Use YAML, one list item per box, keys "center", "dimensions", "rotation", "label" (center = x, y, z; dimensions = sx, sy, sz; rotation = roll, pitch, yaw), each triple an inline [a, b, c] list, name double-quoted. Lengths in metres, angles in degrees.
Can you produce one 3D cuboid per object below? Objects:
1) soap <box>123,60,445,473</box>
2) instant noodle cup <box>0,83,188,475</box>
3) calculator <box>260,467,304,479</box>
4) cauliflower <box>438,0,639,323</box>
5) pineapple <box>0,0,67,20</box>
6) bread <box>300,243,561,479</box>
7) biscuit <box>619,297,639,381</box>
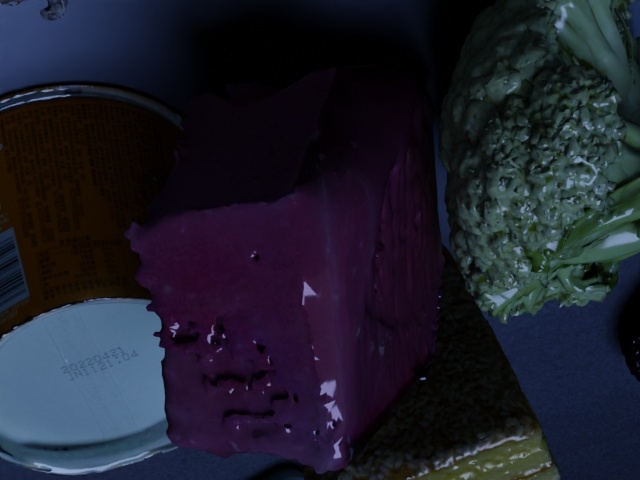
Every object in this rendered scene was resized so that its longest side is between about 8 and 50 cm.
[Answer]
- center: [0.000, 0.000, 0.727]
  dimensions: [0.127, 0.325, 0.220]
  rotation: [-2, 98, 15]
  label: "soap"
- center: [-0.162, 0.036, 0.785]
  dimensions: [0.230, 0.182, 0.230]
  rotation: [-12, 135, -12]
  label: "instant noodle cup"
- center: [-0.080, 0.318, 1.189]
  dimensions: [0.246, 0.045, 0.141]
  rotation: [-31, 136, 8]
  label: "calculator"
- center: [0.209, -0.053, 0.783]
  dimensions: [0.275, 0.250, 0.272]
  rotation: [-55, 149, -32]
  label: "cauliflower"
- center: [-0.165, -0.202, 0.540]
  dimensions: [0.083, 0.221, 0.103]
  rotation: [-19, 171, -32]
  label: "pineapple"
- center: [0.063, 0.122, 0.917]
  dimensions: [0.184, 0.234, 0.111]
  rotation: [-22, 134, 1]
  label: "bread"
- center: [0.390, 0.080, 1.135]
  dimensions: [0.194, 0.053, 0.195]
  rotation: [-11, 137, -10]
  label: "biscuit"
